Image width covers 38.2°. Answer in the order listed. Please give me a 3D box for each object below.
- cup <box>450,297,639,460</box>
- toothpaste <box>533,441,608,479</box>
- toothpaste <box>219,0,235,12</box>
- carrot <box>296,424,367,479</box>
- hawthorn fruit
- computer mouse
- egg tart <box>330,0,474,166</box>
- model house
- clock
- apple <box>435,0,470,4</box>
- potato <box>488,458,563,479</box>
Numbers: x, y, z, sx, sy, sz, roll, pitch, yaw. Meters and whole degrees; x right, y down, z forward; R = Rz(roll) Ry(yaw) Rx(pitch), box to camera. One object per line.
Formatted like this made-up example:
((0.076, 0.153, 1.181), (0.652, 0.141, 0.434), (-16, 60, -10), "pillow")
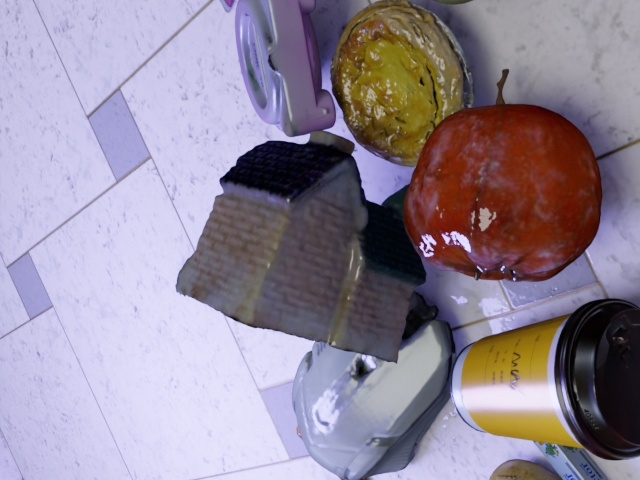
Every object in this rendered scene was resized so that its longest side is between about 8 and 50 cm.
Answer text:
((0.305, 0.182, 1.187), (0.280, 0.196, 0.196), (-19, 94, 55), "cup")
((0.354, 0.313, 1.291), (0.164, 0.046, 0.034), (52, 133, 15), "toothpaste")
((-0.116, -0.458, 1.420), (0.096, 0.061, 0.266), (60, 144, 5), "toothpaste")
((0.023, 0.388, 1.665), (0.171, 0.042, 0.042), (42, 133, 20), "carrot")
((0.222, -0.084, 1.128), (0.242, 0.242, 0.271), (-2, 79, 46), "hawthorn fruit")
((0.063, 0.250, 1.483), (0.228, 0.145, 0.429), (47, 133, 23), "computer mouse")
((0.116, -0.215, 1.258), (0.234, 0.094, 0.234), (23, 126, 36), "egg tart")
((0.001, 0.000, 1.293), (0.243, 0.298, 0.284), (23, 93, 49), "model house")
((-0.062, -0.271, 1.360), (0.248, 0.090, 0.227), (-146, 44, -70), "clock")
((0.106, -0.407, 1.066), (0.292, 0.292, 0.254), (20, 116, 39), "apple")
((0.319, 0.383, 1.334), (0.170, 0.080, 0.107), (33, 116, 33), "potato")
